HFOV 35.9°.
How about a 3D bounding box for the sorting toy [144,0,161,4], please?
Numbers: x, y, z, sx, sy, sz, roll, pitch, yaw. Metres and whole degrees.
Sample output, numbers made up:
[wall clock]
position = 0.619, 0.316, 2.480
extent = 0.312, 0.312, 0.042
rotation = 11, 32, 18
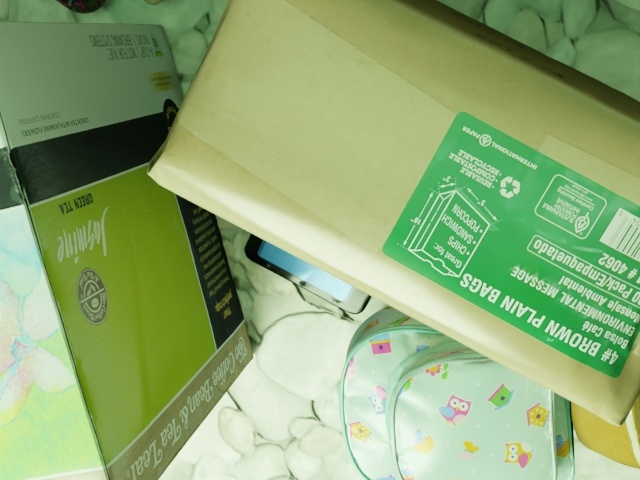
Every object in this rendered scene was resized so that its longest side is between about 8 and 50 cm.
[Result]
[sorting toy]
position = -0.114, -0.330, 0.815
extent = 0.193, 0.038, 0.208
rotation = -29, 90, 15

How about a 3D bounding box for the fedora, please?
[fedora]
position = 0.247, 0.121, 0.774
extent = 0.079, 0.194, 0.194
rotation = -4, 102, 35

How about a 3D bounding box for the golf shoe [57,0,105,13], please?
[golf shoe]
position = -0.238, -0.281, 0.835
extent = 0.067, 0.086, 0.186
rotation = -32, 115, -5

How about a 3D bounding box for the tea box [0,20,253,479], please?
[tea box]
position = -0.226, 0.015, 0.755
extent = 0.220, 0.329, 0.323
rotation = -13, 98, 13

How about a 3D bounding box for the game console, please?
[game console]
position = 0.000, 0.000, 0.843
extent = 0.122, 0.107, 0.071
rotation = 27, 77, 4

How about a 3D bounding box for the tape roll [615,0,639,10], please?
[tape roll]
position = 0.272, -0.291, 0.643
extent = 0.286, 0.100, 0.286
rotation = 6, 134, 7

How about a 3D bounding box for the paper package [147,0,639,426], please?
[paper package]
position = 0.092, -0.063, 0.686
extent = 0.325, 0.309, 0.168
rotation = 28, 107, 3

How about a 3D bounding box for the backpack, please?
[backpack]
position = 0.107, 0.131, 0.799
extent = 0.188, 0.144, 0.166
rotation = -3, 107, 15
